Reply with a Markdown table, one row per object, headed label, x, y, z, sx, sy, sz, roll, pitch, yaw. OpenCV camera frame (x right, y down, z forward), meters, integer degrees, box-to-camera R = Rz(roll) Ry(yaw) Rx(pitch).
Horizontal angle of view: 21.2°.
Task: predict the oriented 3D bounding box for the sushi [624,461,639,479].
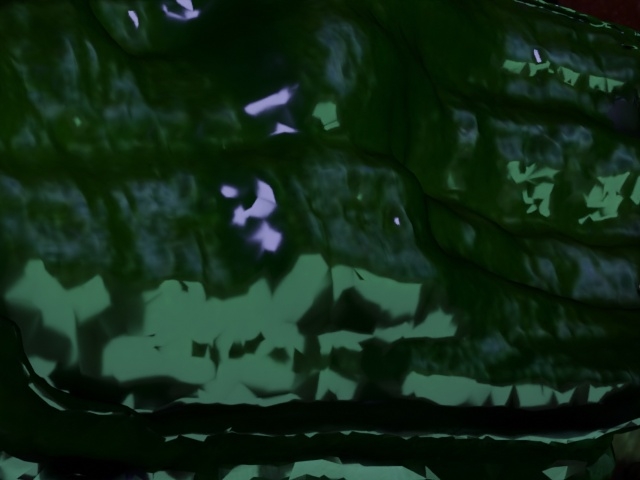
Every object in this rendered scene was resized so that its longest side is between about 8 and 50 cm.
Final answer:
| label | x | y | z | sx | sy | sz | roll | pitch | yaw |
| --- | --- | --- | --- | --- | --- | --- | --- | --- | --- |
| sushi | 0.245 | 0.244 | 0.996 | 0.213 | 0.200 | 0.204 | 6 | 101 | -74 |

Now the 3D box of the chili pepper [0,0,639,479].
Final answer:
| label | x | y | z | sx | sy | sz | roll | pitch | yaw |
| --- | --- | --- | --- | --- | --- | --- | --- | --- | --- |
| chili pepper | -0.003 | 0.009 | 0.602 | 0.385 | 0.167 | 0.213 | -8 | 70 | -34 |

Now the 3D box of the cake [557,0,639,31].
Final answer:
| label | x | y | z | sx | sy | sz | roll | pitch | yaw |
| --- | --- | --- | --- | --- | --- | --- | --- | --- | --- |
| cake | 0.220 | -0.068 | 0.867 | 0.177 | 0.151 | 0.283 | -53 | 144 | -37 |
